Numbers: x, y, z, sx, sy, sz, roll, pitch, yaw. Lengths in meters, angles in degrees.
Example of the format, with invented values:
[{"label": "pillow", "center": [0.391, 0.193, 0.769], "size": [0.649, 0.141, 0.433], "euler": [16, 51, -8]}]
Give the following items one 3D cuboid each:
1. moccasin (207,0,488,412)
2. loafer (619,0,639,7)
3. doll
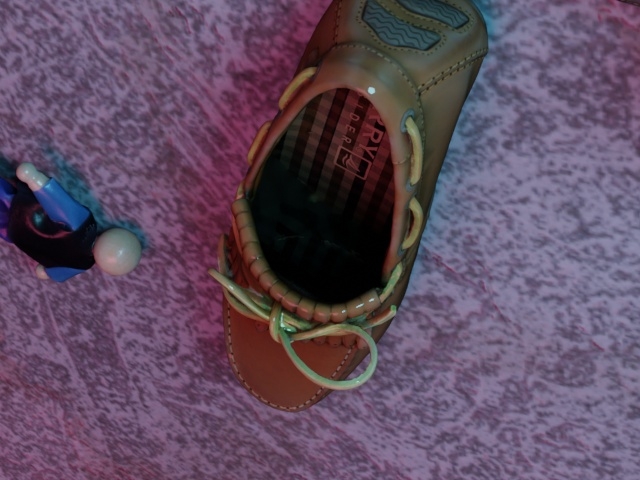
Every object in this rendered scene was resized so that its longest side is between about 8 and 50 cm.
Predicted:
[{"label": "moccasin", "center": [0.003, 0.002, 0.980], "size": [0.139, 0.147, 0.380], "euler": [32, 142, 2]}, {"label": "loafer", "center": [0.137, -0.159, 0.795], "size": [0.170, 0.062, 0.061], "euler": [32, 164, 9]}, {"label": "doll", "center": [-0.226, -0.020, 1.206], "size": [0.189, 0.046, 0.129], "euler": [24, 142, 13]}]
